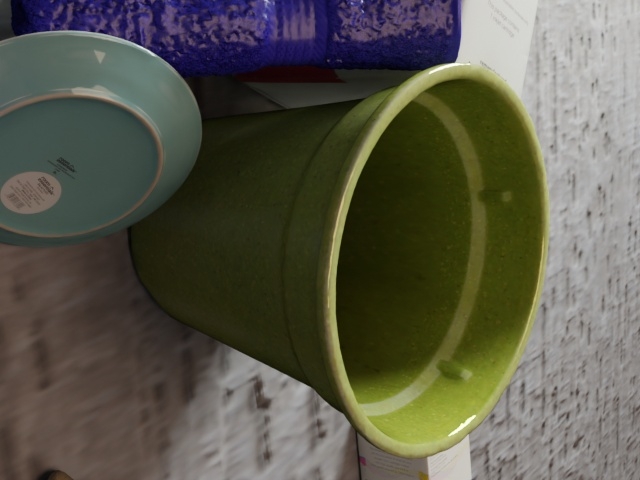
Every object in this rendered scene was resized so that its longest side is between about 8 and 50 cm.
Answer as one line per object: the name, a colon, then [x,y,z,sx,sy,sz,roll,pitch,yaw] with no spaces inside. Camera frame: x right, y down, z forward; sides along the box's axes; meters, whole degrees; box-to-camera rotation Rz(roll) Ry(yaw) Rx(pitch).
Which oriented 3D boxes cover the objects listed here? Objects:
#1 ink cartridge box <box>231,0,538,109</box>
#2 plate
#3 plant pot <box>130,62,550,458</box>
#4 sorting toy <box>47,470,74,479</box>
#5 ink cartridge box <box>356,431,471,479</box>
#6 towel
ink cartridge box: [0.070,-0.262,0.838,0.131,0.226,0.306,17,81,-53]
plate: [-0.166,-0.052,0.629,0.188,0.188,0.024,34,26,-49]
plant pot: [0.000,0.000,0.762,0.276,0.253,0.276,-12,107,-47]
sorting toy: [-0.180,0.353,0.765,0.229,0.041,0.307,-58,135,-28]
ink cartridge box: [0.103,0.228,1.063,0.090,0.092,0.143,-23,114,-48]
towel: [-0.054,-0.223,0.655,0.308,0.076,0.228,-6,77,-19]
